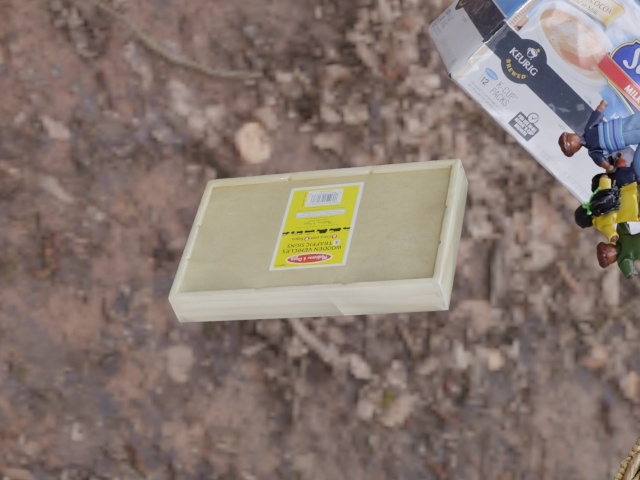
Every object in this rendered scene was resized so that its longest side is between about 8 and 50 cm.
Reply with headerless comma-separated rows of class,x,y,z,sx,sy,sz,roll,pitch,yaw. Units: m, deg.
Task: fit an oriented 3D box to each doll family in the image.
doll family,0.302,-0.056,1.496,0.076,0.111,0.193,51,34,-42

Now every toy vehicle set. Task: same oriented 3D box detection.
toy vehicle set,0.000,0.000,1.415,0.166,0.266,0.035,-75,153,-43

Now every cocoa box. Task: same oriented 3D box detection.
cocoa box,0.347,-0.212,1.934,0.347,0.228,0.231,42,15,-17

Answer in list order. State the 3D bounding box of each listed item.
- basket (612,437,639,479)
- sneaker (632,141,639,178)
basket,0.389,0.243,1.237,0.299,0.223,0.213,-47,124,-37
sneaker,0.325,-0.081,1.224,0.053,0.144,0.059,64,23,-14
